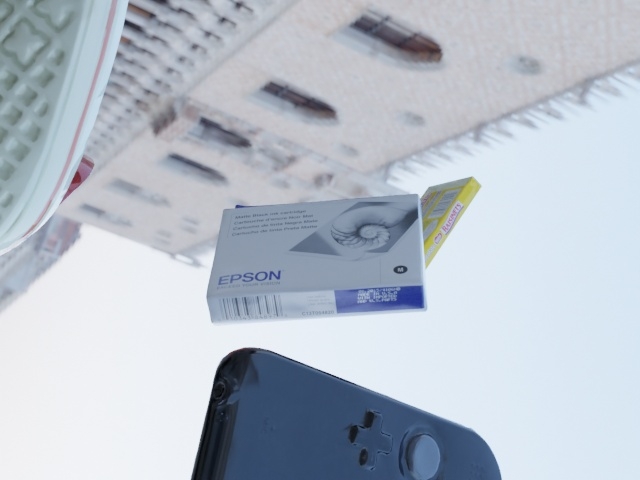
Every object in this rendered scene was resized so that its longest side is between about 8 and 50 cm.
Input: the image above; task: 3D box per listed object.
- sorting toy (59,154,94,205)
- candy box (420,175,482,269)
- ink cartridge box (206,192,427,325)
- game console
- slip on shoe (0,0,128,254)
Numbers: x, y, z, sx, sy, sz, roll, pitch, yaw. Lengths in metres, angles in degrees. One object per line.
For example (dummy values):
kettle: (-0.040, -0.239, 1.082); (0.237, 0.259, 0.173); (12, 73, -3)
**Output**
sorting toy: (-0.350, -0.087, 0.927); (0.366, 0.126, 0.127); (7, -134, 47)
candy box: (0.126, 0.003, 1.372); (0.206, 0.027, 0.105); (-54, -163, -21)
ink cartridge box: (0.000, 0.000, 1.118); (0.224, 0.223, 0.045); (-87, 171, -56)
game console: (0.014, 0.311, 0.825); (0.060, 0.342, 0.386); (-7, -116, 42)
slip on shoe: (-0.115, -0.148, 0.420); (0.101, 0.123, 0.331); (50, 41, -70)
